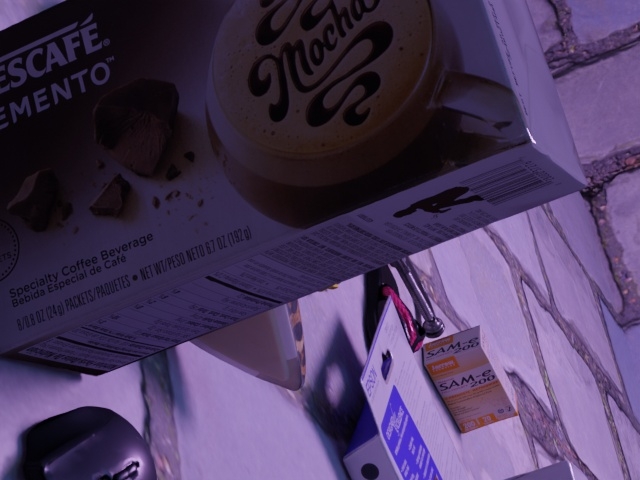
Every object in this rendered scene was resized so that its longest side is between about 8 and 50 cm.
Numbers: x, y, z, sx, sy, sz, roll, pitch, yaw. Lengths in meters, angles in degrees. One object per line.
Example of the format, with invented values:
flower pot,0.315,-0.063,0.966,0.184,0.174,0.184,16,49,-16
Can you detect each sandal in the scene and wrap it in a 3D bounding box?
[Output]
sandal,0.070,0.069,1.709,0.179,0.040,0.067,-93,159,-51

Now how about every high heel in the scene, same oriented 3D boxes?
high heel,-0.070,-0.040,1.227,0.261,0.093,0.186,55,24,-17

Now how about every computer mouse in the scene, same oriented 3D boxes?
computer mouse,-0.124,0.132,0.903,0.242,0.041,0.071,-51,120,-73

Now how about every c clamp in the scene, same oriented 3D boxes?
c clamp,0.084,0.038,1.830,0.161,0.022,0.137,59,5,-43

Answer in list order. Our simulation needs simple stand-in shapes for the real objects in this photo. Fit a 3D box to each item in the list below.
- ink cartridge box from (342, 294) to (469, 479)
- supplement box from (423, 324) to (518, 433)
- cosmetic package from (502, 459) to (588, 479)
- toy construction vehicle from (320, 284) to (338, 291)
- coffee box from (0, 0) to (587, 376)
ink cartridge box,0.068,0.173,1.547,0.206,0.045,0.208,-62,130,-71
supplement box,0.147,0.137,1.858,0.036,0.062,0.098,-88,152,-54
cosmetic package,0.216,0.330,1.731,0.085,0.117,0.231,41,33,-63
toy construction vehicle,0.000,0.000,1.560,0.098,0.035,0.086,29,42,-69
coffee box,-0.037,-0.059,0.975,0.119,0.297,0.168,23,48,-66
